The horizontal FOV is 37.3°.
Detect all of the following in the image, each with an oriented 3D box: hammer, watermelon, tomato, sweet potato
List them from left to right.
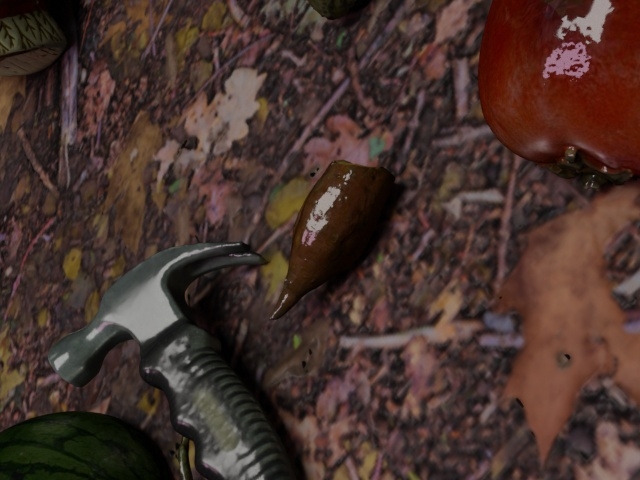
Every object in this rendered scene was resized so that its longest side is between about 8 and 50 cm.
[{"bbox_3d":[-0.200,0.213,0.652,0.232,0.127,0.204,-12,63,37],"label":"watermelon"},{"bbox_3d":[-0.072,0.103,0.599,0.158,0.041,0.226,-38,56,5],"label":"hammer"},{"bbox_3d":[0.000,0.000,0.578,0.049,0.049,0.117,40,101,46],"label":"sweet potato"},{"bbox_3d":[0.130,-0.101,0.452,0.159,0.091,0.139,18,87,50],"label":"tomato"}]

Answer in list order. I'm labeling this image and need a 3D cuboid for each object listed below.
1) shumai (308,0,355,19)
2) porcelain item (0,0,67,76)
[{"bbox_3d":[0.018,-0.202,0.637,0.080,0.082,0.083,-31,81,-8],"label":"shumai"},{"bbox_3d":[-0.323,-0.286,0.932,0.253,0.253,0.253,-19,63,41],"label":"porcelain item"}]
